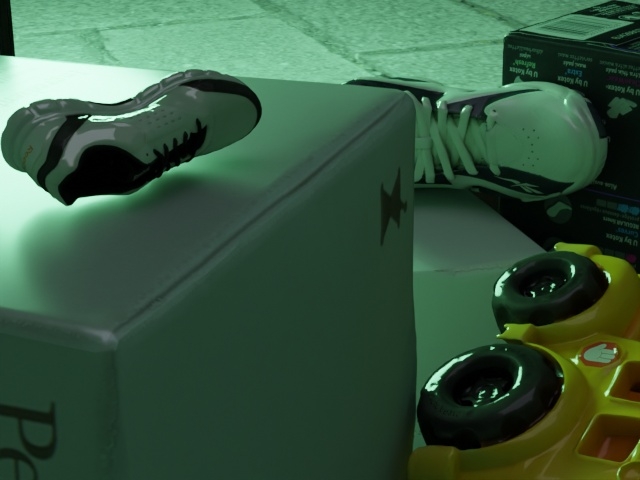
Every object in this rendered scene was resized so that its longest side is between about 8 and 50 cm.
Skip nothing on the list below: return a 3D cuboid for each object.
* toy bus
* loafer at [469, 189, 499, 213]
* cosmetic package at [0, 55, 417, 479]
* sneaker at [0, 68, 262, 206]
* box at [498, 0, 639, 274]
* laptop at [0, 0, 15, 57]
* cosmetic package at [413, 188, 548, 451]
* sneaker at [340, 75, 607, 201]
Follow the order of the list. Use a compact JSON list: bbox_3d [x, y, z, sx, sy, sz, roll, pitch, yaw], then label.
[{"bbox_3d":[0.182,0.103,0.782,0.211,0.149,0.220,-5,32,37],"label":"toy bus"},{"bbox_3d":[0.264,-0.064,1.380,0.366,0.130,0.134,-4,18,-41],"label":"loafer"},{"bbox_3d":[-0.184,0.103,0.707,0.394,0.329,0.327,7,21,20],"label":"cosmetic package"},{"bbox_3d":[-0.067,-0.037,0.569,0.109,0.040,0.044,-18,44,-30],"label":"sneaker"},{"bbox_3d":[0.243,-0.039,1.156,0.143,0.270,0.165,17,27,40],"label":"box"},{"bbox_3d":[-0.421,-0.023,0.978,0.408,0.382,0.236,13,25,32],"label":"laptop"},{"bbox_3d":[0.012,0.027,1.160,0.217,0.156,0.385,-6,22,-13],"label":"cosmetic package"},{"bbox_3d":[0.081,-0.072,1.071,0.153,0.094,0.235,-16,27,-39],"label":"sneaker"}]
